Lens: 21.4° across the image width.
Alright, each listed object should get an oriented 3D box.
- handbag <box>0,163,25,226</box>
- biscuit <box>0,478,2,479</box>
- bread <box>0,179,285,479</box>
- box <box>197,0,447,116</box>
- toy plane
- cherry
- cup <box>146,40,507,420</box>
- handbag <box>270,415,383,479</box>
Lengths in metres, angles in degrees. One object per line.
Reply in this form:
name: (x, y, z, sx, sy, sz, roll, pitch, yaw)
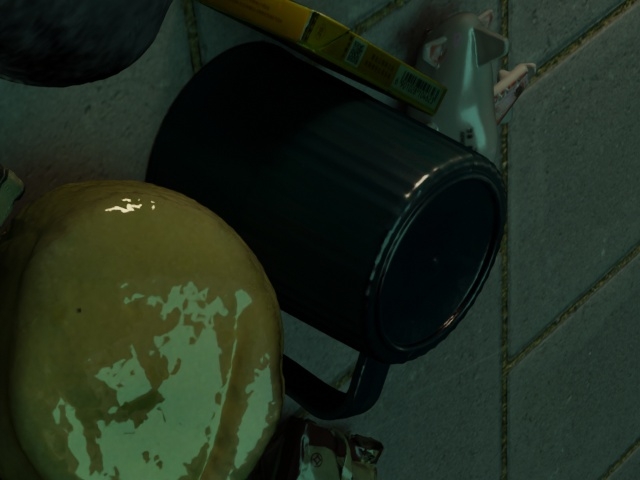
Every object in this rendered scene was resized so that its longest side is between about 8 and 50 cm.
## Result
handbag: (-0.411, 0.012, 1.123, 0.325, 0.327, 0.162, -56, 146, -8)
biscuit: (-0.295, 0.204, 1.664, 0.252, 0.070, 0.106, -13, 124, -50)
bread: (-0.181, 0.102, 1.561, 0.320, 0.237, 0.321, 3, 85, -29)
box: (0.001, -0.197, 1.687, 0.279, 0.153, 0.041, 20, 97, -57)
toy plane: (0.160, -0.154, 1.976, 0.252, 0.118, 0.252, -34, 141, -33)
cherry: (-0.210, -0.246, 1.304, 0.296, 0.218, 0.255, 1, 120, -48)
cup: (-0.005, -0.010, 1.694, 0.308, 0.292, 0.242, -57, 147, -9)
handbag: (-0.016, 0.343, 2.106, 0.213, 0.127, 0.235, 24, 82, -59)
